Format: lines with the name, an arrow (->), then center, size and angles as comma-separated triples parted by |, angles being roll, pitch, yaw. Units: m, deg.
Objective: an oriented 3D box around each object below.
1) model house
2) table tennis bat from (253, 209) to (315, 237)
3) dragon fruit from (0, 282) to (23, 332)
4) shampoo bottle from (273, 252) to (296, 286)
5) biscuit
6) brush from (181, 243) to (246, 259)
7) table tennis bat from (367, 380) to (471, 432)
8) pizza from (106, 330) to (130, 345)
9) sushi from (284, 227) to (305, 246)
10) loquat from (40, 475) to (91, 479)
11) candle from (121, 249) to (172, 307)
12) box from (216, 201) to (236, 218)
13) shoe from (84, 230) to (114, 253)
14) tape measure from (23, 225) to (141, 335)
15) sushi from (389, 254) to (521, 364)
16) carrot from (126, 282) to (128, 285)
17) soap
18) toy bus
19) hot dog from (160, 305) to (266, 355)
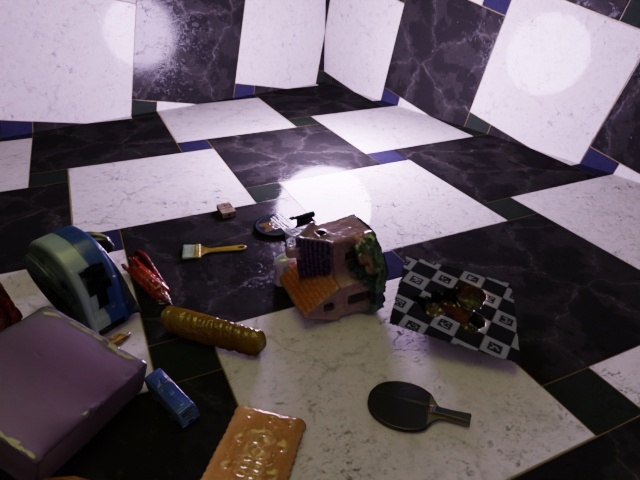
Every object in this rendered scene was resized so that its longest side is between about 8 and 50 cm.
model house -> 0.028, 0.085, 1.339 | 0.238, 0.237, 0.202 | -15, 41, -17
table tennis bat -> -0.125, -0.065, 1.783 | 0.236, 0.027, 0.150 | -20, 38, -27
dragon fruit -> -0.833, 0.189, 1.091 | 0.302, 0.295, 0.295 | -21, 16, 35
shampoo bottle -> -0.101, 0.081, 1.460 | 0.072, 0.099, 0.043 | -15, 34, -25
biscuit -> -0.133, 0.423, 0.951 | 0.160, 0.030, 0.249 | 9, 32, 13
brush -> -0.344, 0.030, 1.630 | 0.205, 0.011, 0.083 | -4, 30, -10
table tennis bat -> 0.210, 0.362, 1.076 | 0.221, 0.019, 0.130 | 9, 33, 15
pizza -> -0.514, 0.251, 1.249 | 0.083, 0.016, 0.037 | -24, 39, -29
sushi -> 0.000, 0.000, 1.633 | 0.220, 0.047, 0.231 | -3, 35, -9
loquat -> -0.384, 0.456, 0.702 | 0.235, 0.235, 0.235 | 1, 31, 0
candle -> -0.490, 0.111, 1.443 | 0.084, 0.059, 0.302 | -30, 42, -27
box -> -0.349, -0.113, 1.855 | 0.053, 0.024, 0.083 | -14, 35, -23
shoe -> -0.752, 0.043, 1.524 | 0.228, 0.099, 0.112 | -5, 38, -3
tape measure -> -0.626, 0.099, 1.285 | 0.259, 0.262, 0.138 | 20, 46, 30
sushi -> 0.350, 0.191, 1.335 | 0.320, 0.068, 0.339 | 15, 33, 8
carrot -> -0.613, 0.101, 1.463 | 0.055, 0.055, 0.161 | -26, 43, -37
soap -> -0.556, 0.288, 0.999 | 0.285, 0.107, 0.296 | 30, 29, 10
toy bus -> -0.320, 0.333, 1.071 | 0.051, 0.061, 0.153 | -31, 45, -34
hot dog -> -0.270, 0.226, 1.241 | 0.289, 0.083, 0.068 | 12, 52, 18
